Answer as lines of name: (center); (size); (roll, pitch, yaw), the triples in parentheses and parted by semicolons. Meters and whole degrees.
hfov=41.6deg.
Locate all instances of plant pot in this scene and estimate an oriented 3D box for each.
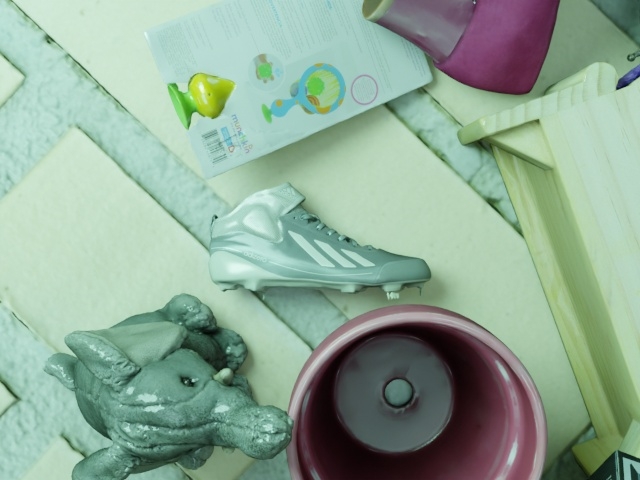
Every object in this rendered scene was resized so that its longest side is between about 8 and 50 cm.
plant pot: (0.071, 0.149, 0.726); (0.201, 0.180, 0.201); (0, 92, -2)

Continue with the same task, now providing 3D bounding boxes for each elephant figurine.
elephant figurine: (-0.137, 0.127, 0.691); (0.186, 0.239, 0.169); (-40, 93, 1)

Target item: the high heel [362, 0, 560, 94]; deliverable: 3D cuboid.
high heel: (0.204, -0.281, 0.670); (0.181, 0.127, 0.377); (22, 136, -23)

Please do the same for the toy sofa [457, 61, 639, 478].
toy sofa: (0.266, 0.031, 0.739); (0.177, 0.150, 0.363); (-20, 92, 3)

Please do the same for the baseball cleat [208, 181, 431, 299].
baseball cleat: (0.000, 0.000, 0.774); (0.206, 0.072, 0.109); (0, 86, -5)

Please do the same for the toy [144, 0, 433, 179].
toy: (-0.028, -0.165, 0.766); (0.237, 0.056, 0.137); (-26, 106, -18)

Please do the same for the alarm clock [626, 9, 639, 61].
alarm clock: (0.358, -0.229, 0.733); (0.129, 0.064, 0.192); (7, 134, -30)

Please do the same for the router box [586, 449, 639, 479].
router box: (0.281, 0.321, 0.699); (0.243, 0.081, 0.309); (19, 133, -1)
